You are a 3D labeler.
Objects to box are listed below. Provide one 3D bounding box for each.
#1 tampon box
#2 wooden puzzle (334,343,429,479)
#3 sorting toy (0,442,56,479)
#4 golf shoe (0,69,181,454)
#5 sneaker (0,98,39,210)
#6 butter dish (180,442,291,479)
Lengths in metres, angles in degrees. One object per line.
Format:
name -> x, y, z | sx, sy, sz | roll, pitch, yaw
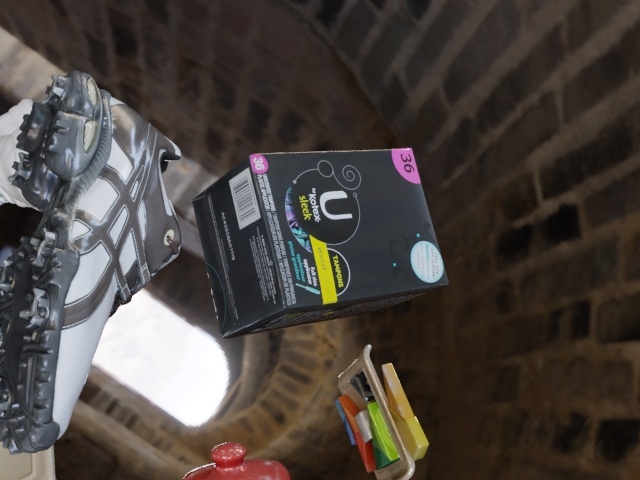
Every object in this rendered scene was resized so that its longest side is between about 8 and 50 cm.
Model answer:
tampon box -> 0.000, 0.000, 0.768 | 0.161, 0.120, 0.101 | -7, 167, -35
wooden puzzle -> 0.027, 0.098, 0.521 | 0.014, 0.078, 0.116 | -14, 156, -16
sorting toy -> -0.415, 0.245, 1.099 | 0.307, 0.229, 0.041 | -29, 148, 21
golf shoe -> -0.108, 0.011, 0.477 | 0.077, 0.094, 0.198 | -25, -127, 43
sneaker -> -0.254, -0.052, 0.790 | 0.094, 0.080, 0.212 | -32, -155, -9
butter dish -> -0.084, 0.256, 0.938 | 0.160, 0.160, 0.118 | -109, -167, -80
